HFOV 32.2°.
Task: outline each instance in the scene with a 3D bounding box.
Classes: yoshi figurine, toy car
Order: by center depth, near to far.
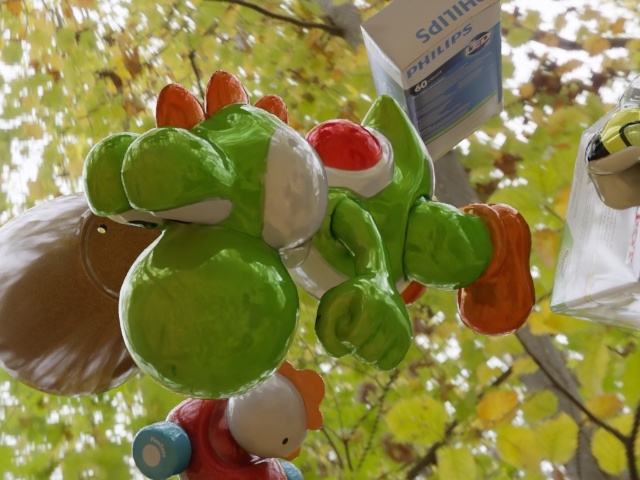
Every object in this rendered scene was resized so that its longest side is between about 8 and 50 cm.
[{"bbox_3d":[-0.011,0.026,0.753,0.362,0.203,0.203,11,-47,-49],"label":"yoshi figurine"},{"bbox_3d":[-0.075,0.260,1.441,0.238,0.219,0.210,-39,-106,28],"label":"toy car"}]

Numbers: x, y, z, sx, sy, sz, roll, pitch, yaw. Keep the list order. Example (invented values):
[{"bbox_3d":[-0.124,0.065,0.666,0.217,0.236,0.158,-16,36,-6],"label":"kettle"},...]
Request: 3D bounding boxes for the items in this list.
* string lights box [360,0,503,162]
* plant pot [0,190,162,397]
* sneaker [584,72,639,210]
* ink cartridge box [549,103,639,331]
[{"bbox_3d":[0.134,-0.190,1.254,0.133,0.076,0.259,-36,-22,-5],"label":"string lights box"},{"bbox_3d":[-0.239,0.037,1.212,0.237,0.254,0.237,8,-108,-25],"label":"plant pot"},{"bbox_3d":[0.304,0.023,0.604,0.147,0.384,0.145,-38,-42,0],"label":"sneaker"},{"bbox_3d":[0.319,-0.029,1.026,0.117,0.278,0.201,13,-99,-2],"label":"ink cartridge box"}]
